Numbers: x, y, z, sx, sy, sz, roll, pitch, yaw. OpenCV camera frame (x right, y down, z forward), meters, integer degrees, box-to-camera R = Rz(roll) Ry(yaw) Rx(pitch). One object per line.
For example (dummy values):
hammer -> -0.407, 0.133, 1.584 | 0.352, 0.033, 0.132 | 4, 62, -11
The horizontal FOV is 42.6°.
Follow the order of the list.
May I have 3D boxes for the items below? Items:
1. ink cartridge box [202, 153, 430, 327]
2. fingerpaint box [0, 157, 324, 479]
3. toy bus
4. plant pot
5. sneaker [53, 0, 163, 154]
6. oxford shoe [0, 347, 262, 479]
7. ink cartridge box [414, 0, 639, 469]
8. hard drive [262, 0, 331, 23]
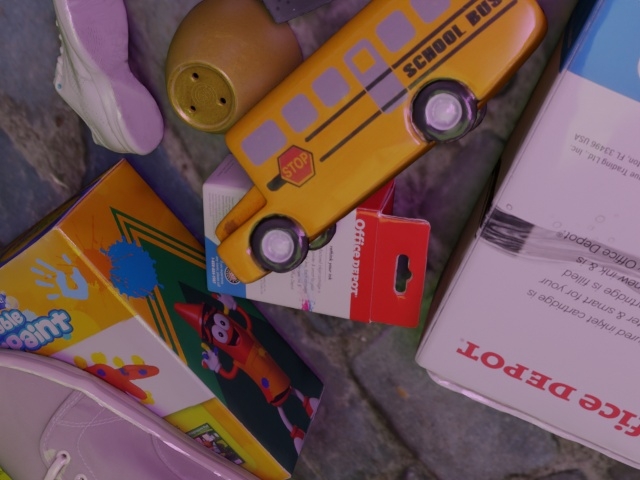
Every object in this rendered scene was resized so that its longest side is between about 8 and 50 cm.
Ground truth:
ink cartridge box -> 0.000, 0.000, 0.849 | 0.231, 0.078, 0.134 | 10, 123, 13
fingerpaint box -> -0.286, 0.171, 1.004 | 0.444, 0.163, 0.371 | -30, 109, 31
toy bus -> 0.037, -0.104, 0.699 | 0.332, 0.108, 0.130 | -38, 89, 20
plant pot -> -0.093, -0.152, 0.773 | 0.134, 0.095, 0.134 | 9, 124, 14
sneaker -> -0.237, -0.181, 0.822 | 0.094, 0.080, 0.212 | 5, 125, 30
oxford shoe -> -0.233, 0.253, 0.862 | 0.449, 0.130, 0.169 | 29, 128, -1
ink cartridge box -> 0.287, -0.017, 0.687 | 0.285, 0.166, 0.395 | 24, 125, 4
hard drive -> 0.028, -0.305, 0.660 | 0.254, 0.054, 0.172 | -23, 112, 30
